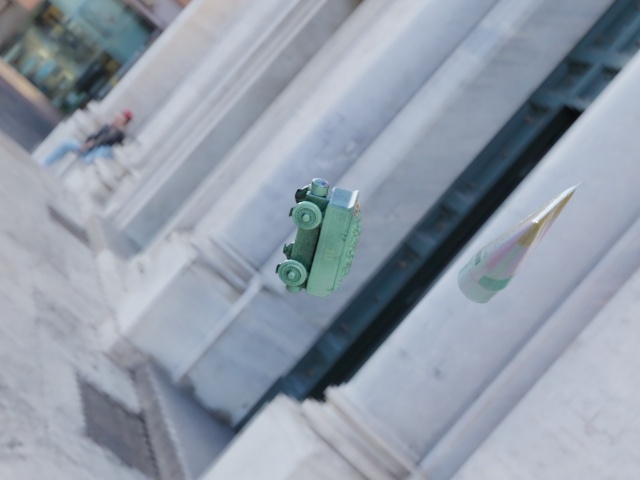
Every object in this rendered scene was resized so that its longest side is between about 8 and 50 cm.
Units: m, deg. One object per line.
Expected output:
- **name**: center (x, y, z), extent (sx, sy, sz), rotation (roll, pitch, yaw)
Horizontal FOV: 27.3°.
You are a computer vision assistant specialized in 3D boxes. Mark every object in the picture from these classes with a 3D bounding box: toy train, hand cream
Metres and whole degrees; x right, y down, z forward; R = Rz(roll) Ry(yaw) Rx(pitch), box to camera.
- **toy train**: center (0.000, 0.000, 1.758), extent (0.099, 0.172, 0.070), rotation (16, 30, 2)
- **hand cream**: center (0.194, 0.004, 1.303), extent (0.047, 0.076, 0.174), rotation (46, -38, 7)
